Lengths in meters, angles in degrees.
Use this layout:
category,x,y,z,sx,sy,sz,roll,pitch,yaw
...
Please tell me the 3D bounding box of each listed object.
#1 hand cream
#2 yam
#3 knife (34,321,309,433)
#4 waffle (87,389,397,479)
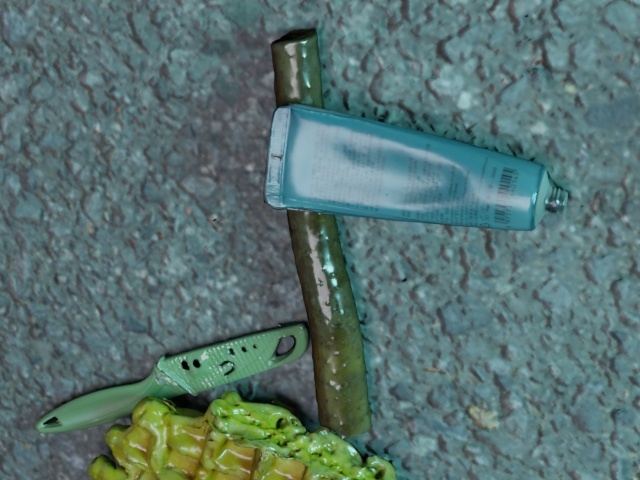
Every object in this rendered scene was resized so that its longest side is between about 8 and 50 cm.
category,x,y,z,sx,sy,sz,roll,pitch,yaw
hand cream,0.069,-0.045,1.218,0.224,0.048,0.083,11,109,10
yam,0.000,0.000,1.282,0.045,0.045,0.327,-10,110,-6
knife,-0.132,0.119,1.401,0.293,0.020,0.043,-18,107,27
waffle,-0.047,0.252,1.400,0.307,0.060,0.312,-30,102,31
